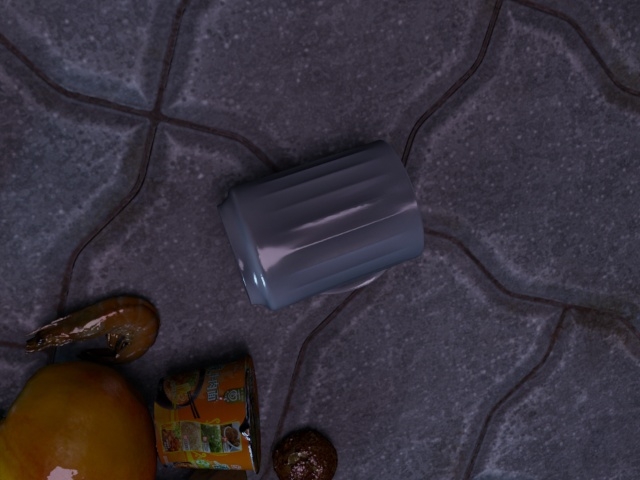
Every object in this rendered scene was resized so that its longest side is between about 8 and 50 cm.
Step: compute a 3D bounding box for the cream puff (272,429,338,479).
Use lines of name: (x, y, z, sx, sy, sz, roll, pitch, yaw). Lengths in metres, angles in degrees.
cream puff: (-0.032, 0.489, 1.444, 0.149, 0.084, 0.149, -3, 105, -13)

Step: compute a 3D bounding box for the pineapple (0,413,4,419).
pineapple: (-0.710, 0.419, 1.247, 0.248, 0.128, 0.128, -35, 111, 4)

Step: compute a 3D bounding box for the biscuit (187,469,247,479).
biscuit: (-0.290, 0.679, 1.368, 0.368, 0.076, 0.394, -24, 117, -41)

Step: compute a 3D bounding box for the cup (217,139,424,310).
cup: (0.000, 0.000, 1.249, 0.326, 0.237, 0.323, -20, 140, -8)

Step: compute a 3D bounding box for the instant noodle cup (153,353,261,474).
instant noodle cup: (-0.216, 0.344, 1.296, 0.182, 0.230, 0.230, -4, 107, -2)

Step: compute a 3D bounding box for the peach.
peach: (-0.429, 0.382, 1.208, 0.308, 0.289, 0.289, 37, 95, -5)

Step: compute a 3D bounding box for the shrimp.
shrimp: (-0.431, 0.180, 1.270, 0.248, 0.068, 0.150, -5, 112, -17)
